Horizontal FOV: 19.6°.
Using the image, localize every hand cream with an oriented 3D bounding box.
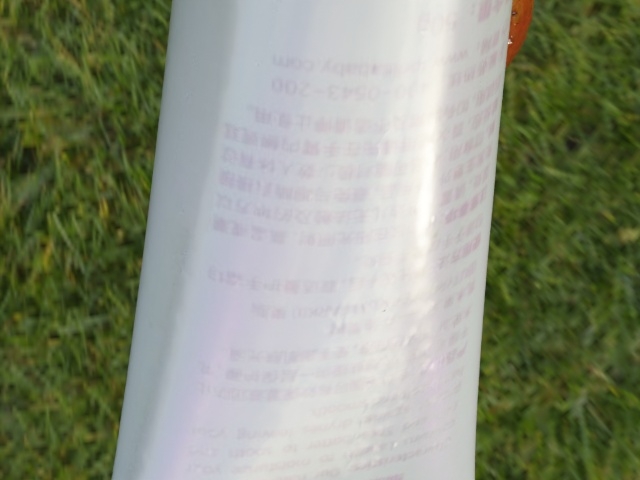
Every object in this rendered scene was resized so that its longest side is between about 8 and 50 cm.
[{"bbox_3d":[0.000,0.000,0.736,0.186,0.118,0.358,-8,124,-23],"label":"hand cream"}]

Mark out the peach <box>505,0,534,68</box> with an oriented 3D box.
[{"bbox_3d":[0.049,-0.224,1.442,0.238,0.281,0.281,-38,112,-31],"label":"peach"}]
